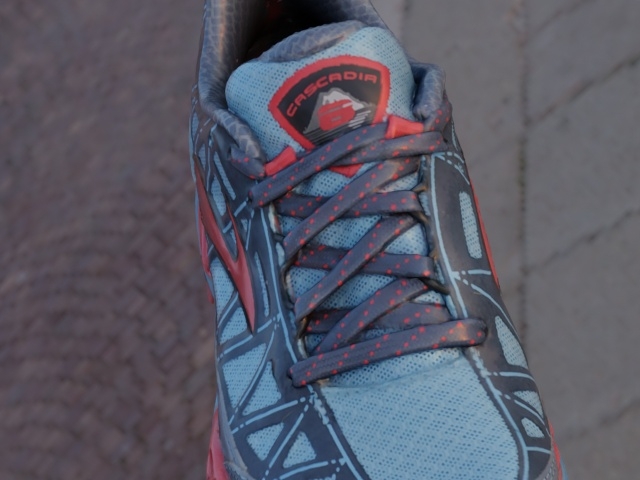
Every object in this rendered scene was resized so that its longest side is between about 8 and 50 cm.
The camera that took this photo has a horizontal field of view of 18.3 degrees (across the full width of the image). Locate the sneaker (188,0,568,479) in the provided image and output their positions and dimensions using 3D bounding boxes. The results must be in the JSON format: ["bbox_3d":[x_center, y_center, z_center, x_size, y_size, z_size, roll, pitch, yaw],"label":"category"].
[{"bbox_3d":[0.000,0.000,0.597,0.104,0.125,0.262,-14,40,-6],"label":"sneaker"}]
